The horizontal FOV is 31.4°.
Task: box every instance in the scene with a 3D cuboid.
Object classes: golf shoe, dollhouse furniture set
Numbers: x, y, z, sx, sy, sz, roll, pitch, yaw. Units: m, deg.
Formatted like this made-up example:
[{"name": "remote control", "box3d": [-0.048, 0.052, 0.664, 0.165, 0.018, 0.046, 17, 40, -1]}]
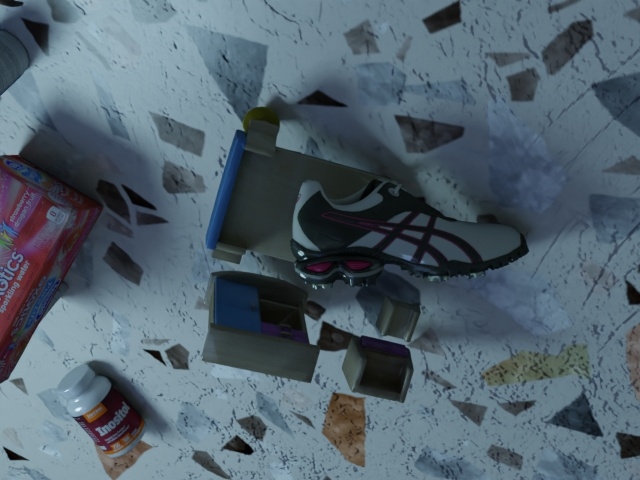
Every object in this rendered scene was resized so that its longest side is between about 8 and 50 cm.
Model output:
[{"name": "golf shoe", "box3d": [0.102, -0.012, 1.268, 0.273, 0.120, 0.105, -3, -177, -12]}, {"name": "dollhouse furniture set", "box3d": [0.000, 0.000, 1.417, 0.286, 0.198, 0.303, 13, 107, -9]}]

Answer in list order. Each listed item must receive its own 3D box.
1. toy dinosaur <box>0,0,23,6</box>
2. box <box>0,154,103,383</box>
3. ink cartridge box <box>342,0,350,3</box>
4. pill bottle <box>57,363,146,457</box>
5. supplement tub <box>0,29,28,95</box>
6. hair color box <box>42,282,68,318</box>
[{"name": "toy dinosaur", "box3d": [-0.234, -0.325, 1.211, 0.295, 0.127, 0.200, 11, 143, 6]}, {"name": "box", "box3d": [-0.449, 0.045, 1.562, 0.154, 0.142, 0.300, 30, 98, 3]}, {"name": "ink cartridge box", "box3d": [0.037, -0.310, 1.097, 0.099, 0.056, 0.135, -14, 121, 39]}, {"name": "pill bottle", "box3d": [-0.367, 0.282, 1.899, 0.086, 0.086, 0.152, -15, 121, 41]}, {"name": "supplement tub", "box3d": [-0.428, -0.212, 1.443, 0.071, 0.107, 0.071, 18, 137, 18]}, {"name": "hair color box", "box3d": [-0.471, 0.106, 1.731, 0.093, 0.167, 0.053, 41, 139, -10]}]
